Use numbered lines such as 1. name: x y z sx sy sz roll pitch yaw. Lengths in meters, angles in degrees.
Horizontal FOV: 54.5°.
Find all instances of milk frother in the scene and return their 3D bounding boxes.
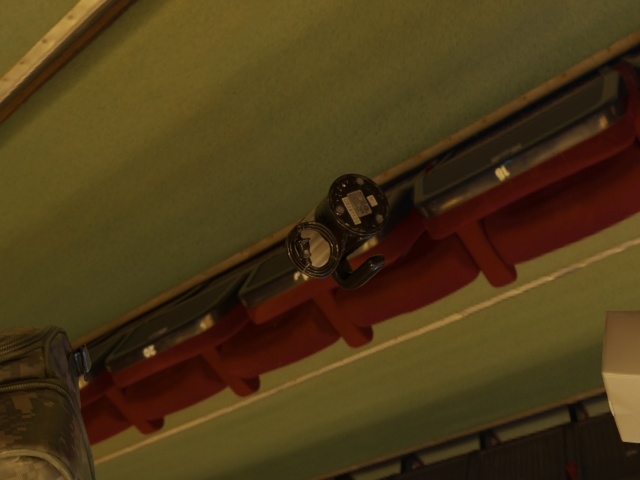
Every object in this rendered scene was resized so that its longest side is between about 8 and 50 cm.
1. milk frother: 0.000 0.000 0.796 0.143 0.129 0.135 -2 158 -25

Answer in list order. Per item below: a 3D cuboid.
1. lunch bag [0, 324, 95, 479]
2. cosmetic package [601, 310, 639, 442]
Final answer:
1. lunch bag: -0.348 0.196 0.519 0.305 0.256 0.212 -12 116 -17
2. cosmetic package: 0.691 0.233 1.034 0.385 0.156 0.217 -3 131 33
